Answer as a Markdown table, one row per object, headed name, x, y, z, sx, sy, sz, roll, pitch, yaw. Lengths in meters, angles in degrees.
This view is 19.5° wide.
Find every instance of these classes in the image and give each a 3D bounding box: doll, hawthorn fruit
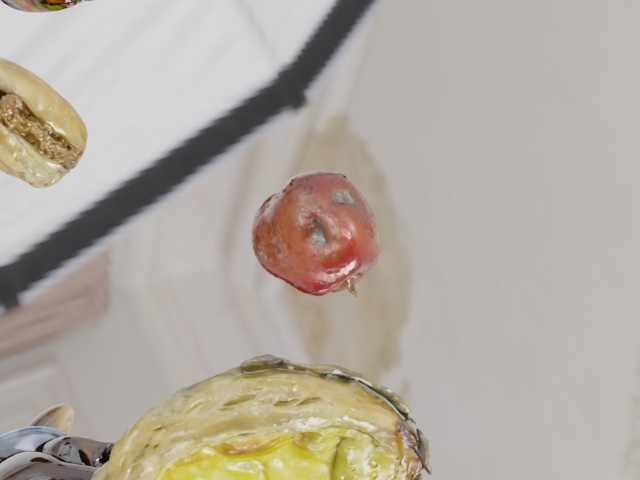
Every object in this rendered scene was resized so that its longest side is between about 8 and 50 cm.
| name | x | y | z | sx | sy | sz | roll | pitch | yaw |
| --- | --- | --- | --- | --- | --- | --- | --- | --- | --- |
| doll | -0.304 | 0.311 | 1.984 | 0.209 | 0.318 | 0.340 | 49 | -11 | -10 |
| hawthorn fruit | 0.000 | 0.000 | 1.258 | 0.093 | 0.093 | 0.093 | 51 | -29 | 43 |

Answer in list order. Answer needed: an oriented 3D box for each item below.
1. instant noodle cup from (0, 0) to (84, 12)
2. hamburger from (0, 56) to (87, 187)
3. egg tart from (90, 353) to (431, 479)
| name | x | y | z | sx | sy | sz | roll | pitch | yaw |
| --- | --- | --- | --- | --- | --- | --- | --- | --- | --- |
| instant noodle cup | -0.267 | -0.335 | 1.666 | 0.251 | 0.251 | 0.190 | 54 | 3 | 38 |
| hamburger | -0.373 | -0.141 | 2.226 | 0.213 | 0.108 | 0.214 | 32 | -13 | 8 |
| egg tart | -0.053 | 0.185 | 1.500 | 0.095 | 0.279 | 0.279 | -109 | -165 | -45 |
